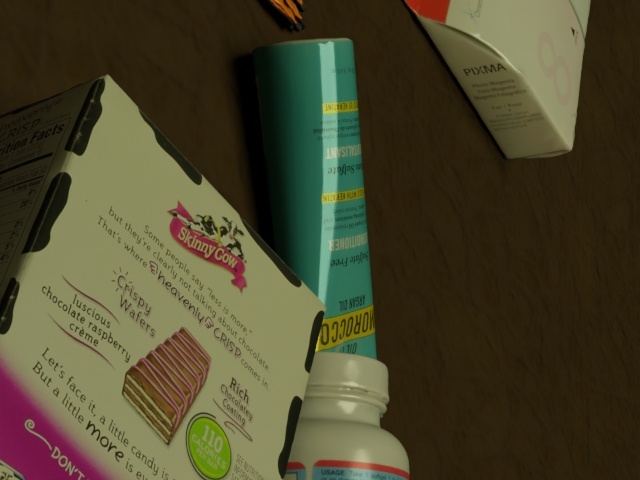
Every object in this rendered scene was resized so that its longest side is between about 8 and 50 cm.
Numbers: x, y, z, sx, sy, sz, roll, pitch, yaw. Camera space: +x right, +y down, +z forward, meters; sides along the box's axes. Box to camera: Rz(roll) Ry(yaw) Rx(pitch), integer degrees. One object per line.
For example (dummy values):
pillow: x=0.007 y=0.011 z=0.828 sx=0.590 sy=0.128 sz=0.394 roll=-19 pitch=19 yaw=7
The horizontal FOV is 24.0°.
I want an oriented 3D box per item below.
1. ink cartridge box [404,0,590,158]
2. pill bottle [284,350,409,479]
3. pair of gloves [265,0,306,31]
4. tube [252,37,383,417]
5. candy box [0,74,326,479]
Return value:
ink cartridge box: x=0.116 y=-0.197 z=1.028 sx=0.232 sy=0.066 sz=0.189 roll=55 pitch=39 yaw=-43
pill bottle: x=-0.002 y=0.136 z=0.695 sx=0.087 sy=0.087 sz=0.160 roll=28 pitch=58 yaw=-54
pair of gloves: x=-0.020 y=-0.160 z=0.827 sx=0.074 sy=0.010 sz=0.083 roll=52 pitch=40 yaw=-39
tube: x=0.000 y=0.000 z=0.785 sx=0.080 sy=0.052 sz=0.207 roll=-12 pitch=98 yaw=-50
candy box: x=-0.088 y=0.077 z=0.565 sx=0.159 sy=0.071 sz=0.233 roll=49 pitch=41 yaw=-35
